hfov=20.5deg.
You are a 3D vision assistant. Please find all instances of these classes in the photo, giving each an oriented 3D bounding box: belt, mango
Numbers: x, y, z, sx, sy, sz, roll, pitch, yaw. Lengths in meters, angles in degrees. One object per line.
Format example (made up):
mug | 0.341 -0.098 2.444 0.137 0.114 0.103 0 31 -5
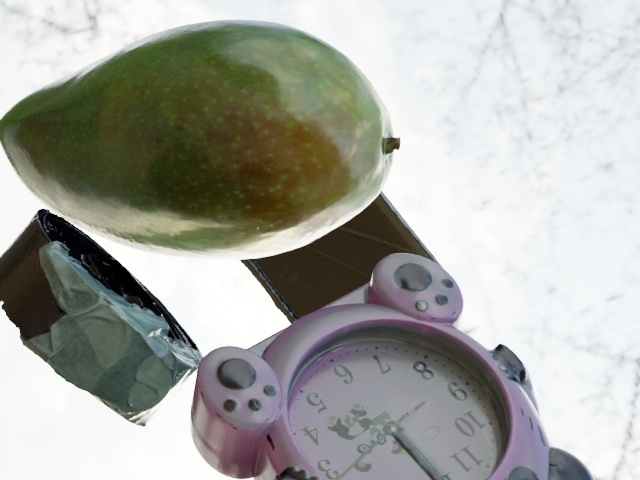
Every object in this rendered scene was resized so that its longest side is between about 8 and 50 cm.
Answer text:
belt | -0.171 0.058 1.347 0.198 0.078 0.151 45 6 38
mango | -0.119 -0.085 1.528 0.382 0.225 0.201 1 -93 30

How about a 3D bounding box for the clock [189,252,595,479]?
clock | 0.054 0.145 1.244 0.248 0.227 0.090 47 -31 26

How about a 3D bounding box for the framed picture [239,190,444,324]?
framed picture | 0.000 0.000 2.132 0.209 0.019 0.281 -36 -88 25
